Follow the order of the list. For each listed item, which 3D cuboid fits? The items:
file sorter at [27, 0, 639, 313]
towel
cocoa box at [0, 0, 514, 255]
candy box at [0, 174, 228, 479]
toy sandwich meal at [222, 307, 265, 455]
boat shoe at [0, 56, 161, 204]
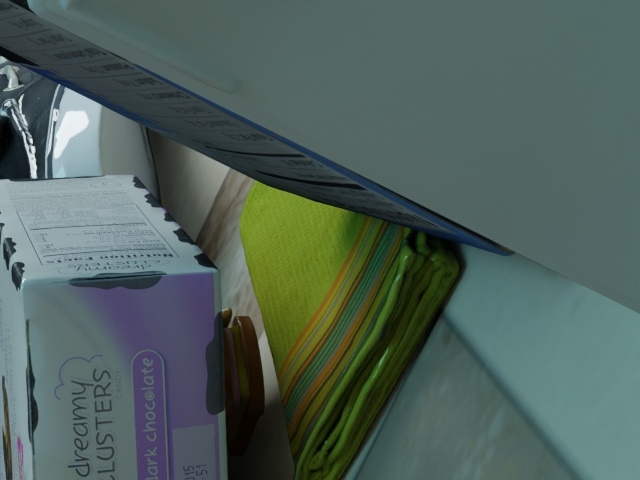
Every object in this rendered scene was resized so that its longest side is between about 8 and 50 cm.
[{"bbox_3d":[0.102,-0.142,0.362,0.278,0.193,0.173,-50,21,43],"label":"file sorter"},{"bbox_3d":[0.000,0.000,0.757,0.102,0.021,0.237,-60,18,17],"label":"towel"},{"bbox_3d":[0.003,-0.202,0.627,0.347,0.228,0.231,-64,19,-2],"label":"cocoa box"},{"bbox_3d":[-0.086,0.072,0.738,0.196,0.070,0.165,-140,48,-72],"label":"candy box"},{"bbox_3d":[-0.042,0.065,0.782,0.085,0.029,0.085,178,90,-81],"label":"toy sandwich meal"},{"bbox_3d":[-0.146,-0.048,1.041,0.301,0.102,0.108,-107,3,-67],"label":"boat shoe"}]
